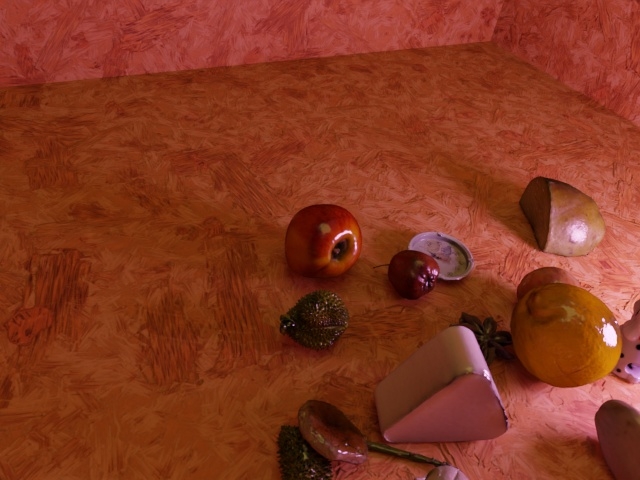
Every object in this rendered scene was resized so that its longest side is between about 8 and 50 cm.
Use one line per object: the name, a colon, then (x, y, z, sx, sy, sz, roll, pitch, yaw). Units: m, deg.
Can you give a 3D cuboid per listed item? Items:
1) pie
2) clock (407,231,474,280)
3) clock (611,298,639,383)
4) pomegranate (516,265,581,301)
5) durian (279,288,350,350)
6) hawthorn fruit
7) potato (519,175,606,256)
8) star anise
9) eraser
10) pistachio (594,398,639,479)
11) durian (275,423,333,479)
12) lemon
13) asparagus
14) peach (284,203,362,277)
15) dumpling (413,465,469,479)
pie: (0.026, 0.452, 1.250, 0.195, 0.046, 0.195, 35, 10, -7)
clock: (0.415, 0.063, 1.838, 0.237, 0.053, 0.236, 5, 43, -5)
clock: (0.960, 0.276, 1.554, 0.189, 0.253, 0.188, 6, 36, -4)
pomegranate: (0.728, 0.170, 1.681, 0.191, 0.191, 0.191, 6, 41, -5)
durian: (-0.015, 0.228, 1.496, 0.198, 0.159, 0.146, -30, 19, -4)
hawthorn fruit: (0.279, 0.095, 1.713, 0.163, 0.162, 0.203, -22, 39, -31)
potato: (0.971, -0.112, 2.027, 0.280, 0.212, 0.330, 6, 42, -4)
star anise: (0.476, 0.291, 1.575, 0.212, 0.073, 0.197, -11, 48, -26)
eraser: (0.318, 0.357, 1.290, 0.331, 0.331, 0.150, 3, 41, -8)
pistachio: (0.786, 0.521, 1.327, 0.138, 0.153, 0.237, -9, 70, -7)
durian: (-0.033, 0.516, 1.205, 0.137, 0.095, 0.220, 3, 46, -8)
lemon: (0.679, 0.263, 1.473, 0.297, 0.297, 0.297, 6, 41, -5)
asparagus: (0.224, 0.531, 1.289, 0.249, 0.024, 0.025, 14, 84, 5)
peach: (0.000, 0.000, 1.699, 0.281, 0.238, 0.281, -27, 33, 20)
dumpling: (0.272, 0.574, 1.188, 0.136, 0.118, 0.199, 20, 12, 34)
